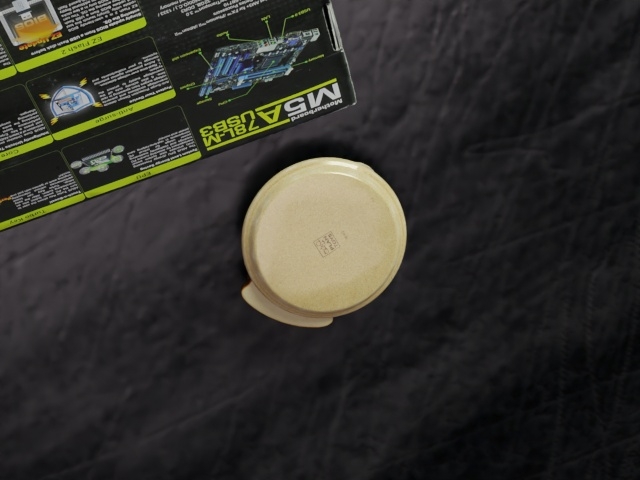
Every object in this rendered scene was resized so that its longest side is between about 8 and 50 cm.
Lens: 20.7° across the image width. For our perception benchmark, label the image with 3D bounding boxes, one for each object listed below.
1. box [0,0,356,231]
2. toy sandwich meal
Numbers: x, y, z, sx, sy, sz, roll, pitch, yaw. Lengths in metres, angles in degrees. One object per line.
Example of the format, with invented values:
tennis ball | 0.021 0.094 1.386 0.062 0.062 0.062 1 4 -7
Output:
box | -0.091 -0.089 0.708 0.190 0.045 0.184 -21 150 -1
toy sandwich meal | 0.000 0.000 0.816 0.085 0.029 0.086 -3 107 -9
